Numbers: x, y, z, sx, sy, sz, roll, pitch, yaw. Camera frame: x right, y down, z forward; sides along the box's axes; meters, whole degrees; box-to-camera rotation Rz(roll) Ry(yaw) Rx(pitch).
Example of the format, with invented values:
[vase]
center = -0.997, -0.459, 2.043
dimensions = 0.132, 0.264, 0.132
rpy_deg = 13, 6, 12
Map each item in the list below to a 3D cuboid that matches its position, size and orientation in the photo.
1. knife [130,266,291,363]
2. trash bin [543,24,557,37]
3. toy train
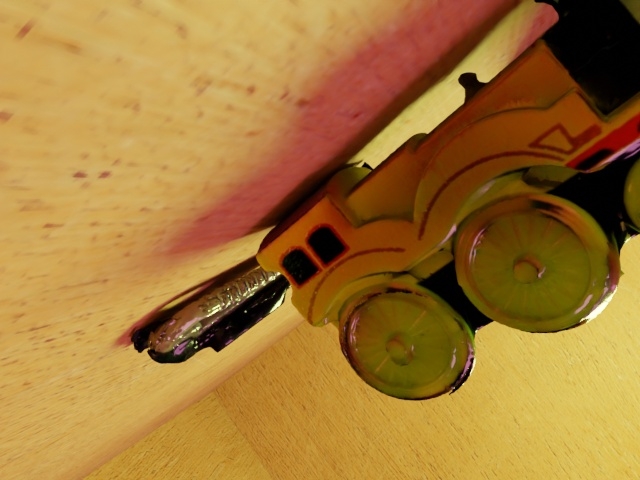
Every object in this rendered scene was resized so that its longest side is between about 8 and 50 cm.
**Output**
[knife]
center = 0.004, 0.005, 0.547
dimensions = 0.365, 0.043, 0.089
rpy_deg = -33, 173, -33
[trash bin]
center = 0.316, -0.107, 0.507
dimensions = 0.243, 0.247, 0.121
rpy_deg = -34, 171, -11
[toy train]
center = 0.103, -0.024, 0.375
dimensions = 0.296, 0.160, 0.100
rpy_deg = -38, -177, 28
